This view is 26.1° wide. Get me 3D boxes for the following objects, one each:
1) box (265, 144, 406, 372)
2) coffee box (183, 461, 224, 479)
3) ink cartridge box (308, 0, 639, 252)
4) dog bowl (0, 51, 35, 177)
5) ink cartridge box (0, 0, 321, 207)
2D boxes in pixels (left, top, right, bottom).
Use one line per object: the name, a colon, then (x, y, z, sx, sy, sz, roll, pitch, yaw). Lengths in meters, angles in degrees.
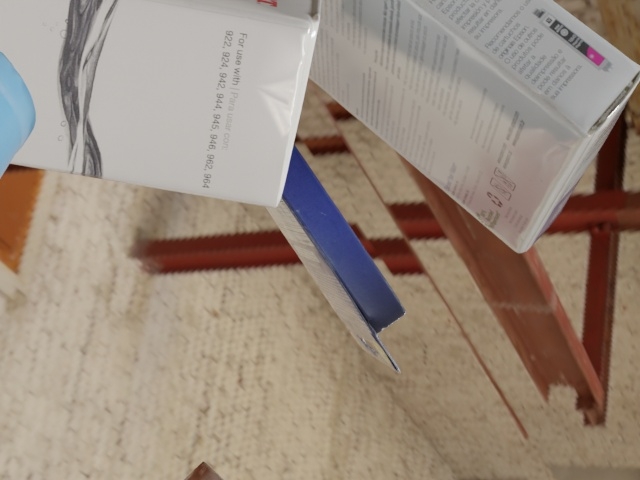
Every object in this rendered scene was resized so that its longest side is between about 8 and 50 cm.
box: (0.000, 0.000, 1.121, 0.036, 0.225, 0.136, -34, -170, -8)
coffee box: (-0.127, 0.347, 1.467, 0.168, 0.297, 0.119, -45, -84, -10)
ink cartridge box: (0.061, -0.148, 1.017, 0.330, 0.324, 0.071, 41, -99, 9)
dog bowl: (-0.175, -0.047, 0.291, 0.165, 0.297, 0.074, 10, -108, 13)
ink cartridge box: (-0.143, -0.123, 0.827, 0.272, 0.115, 0.198, 10, -158, -4)
